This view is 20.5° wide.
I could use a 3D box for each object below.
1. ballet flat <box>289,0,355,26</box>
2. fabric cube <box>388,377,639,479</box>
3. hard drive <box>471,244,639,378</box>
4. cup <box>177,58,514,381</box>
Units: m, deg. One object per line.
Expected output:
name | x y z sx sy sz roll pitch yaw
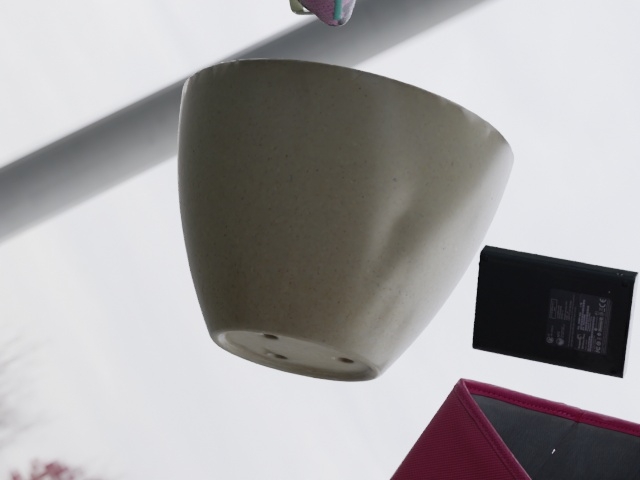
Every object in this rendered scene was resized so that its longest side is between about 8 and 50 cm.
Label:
ballet flat | -0.025 -0.246 1.592 0.221 0.077 0.079 -129 -144 -56
fabric cube | 0.160 0.281 1.145 0.259 0.258 0.254 18 25 -38
hard drive | 0.198 0.061 1.513 0.135 0.022 0.094 10 -66 18
cup | 0.000 0.000 1.704 0.331 0.331 0.237 131 -26 -73
